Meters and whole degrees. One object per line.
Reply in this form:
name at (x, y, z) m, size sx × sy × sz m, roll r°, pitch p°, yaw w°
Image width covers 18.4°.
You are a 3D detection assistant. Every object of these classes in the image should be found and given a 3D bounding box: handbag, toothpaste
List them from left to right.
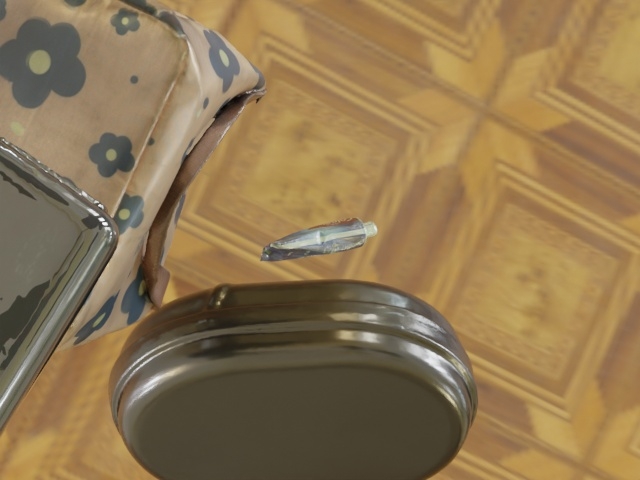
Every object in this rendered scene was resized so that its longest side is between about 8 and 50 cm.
handbag at (-0.167, -0.058, 1.396) m, size 0.190 × 0.193 × 0.251 m, roll 28°, pitch 97°, yaw 22°
handbag at (-0.023, 0.131, 1.659) m, size 0.308 × 0.093 × 0.254 m, roll -3°, pitch 142°, yaw 3°
toothpaste at (0.000, 0.000, 1.228) m, size 0.083 × 0.027 × 0.019 m, roll -13°, pitch 72°, yaw -32°

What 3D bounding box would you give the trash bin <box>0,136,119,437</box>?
trash bin at (-0.244, 0.073, 1.039) m, size 0.182 × 0.209 × 0.290 m, roll 35°, pitch 83°, yaw -13°
